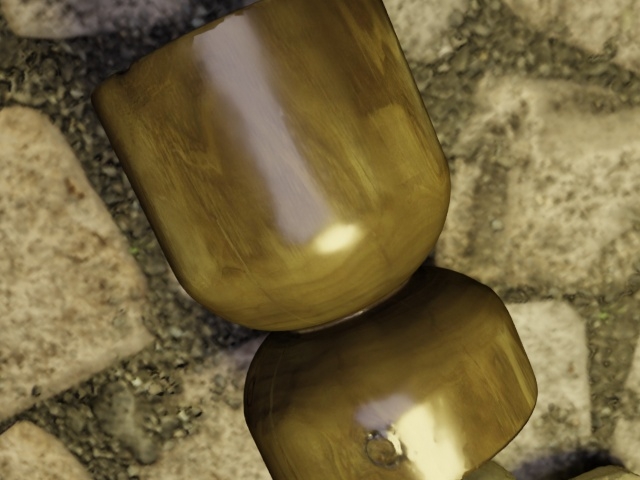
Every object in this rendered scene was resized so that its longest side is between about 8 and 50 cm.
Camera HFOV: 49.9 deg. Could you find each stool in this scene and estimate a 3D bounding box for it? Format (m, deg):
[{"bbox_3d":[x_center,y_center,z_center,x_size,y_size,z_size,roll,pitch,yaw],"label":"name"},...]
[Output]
[{"bbox_3d":[0.000,0.000,0.419,0.179,0.179,0.264,-23,99,8],"label":"stool"}]

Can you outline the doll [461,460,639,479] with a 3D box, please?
[{"bbox_3d":[0.171,0.264,0.507,0.278,0.175,0.149,20,140,-9],"label":"doll"}]
